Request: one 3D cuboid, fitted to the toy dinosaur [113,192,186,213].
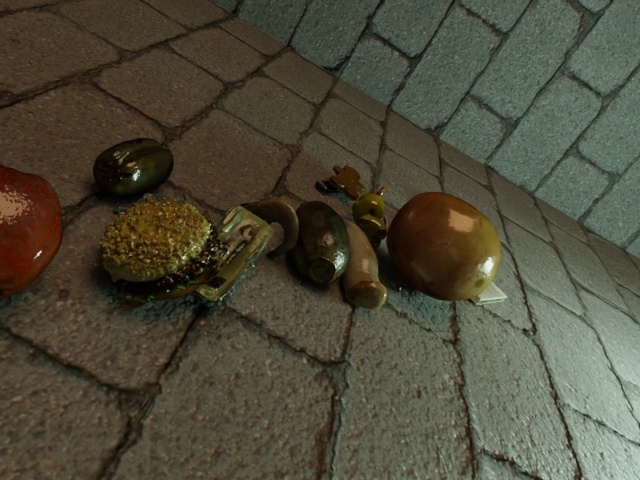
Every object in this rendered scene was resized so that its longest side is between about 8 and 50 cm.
[{"bbox_3d":[-0.390,-0.082,1.358,0.080,0.045,0.198,40,37,26],"label":"toy dinosaur"}]

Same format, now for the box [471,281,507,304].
[{"bbox_3d":[0.541,0.165,1.945,0.198,0.029,0.109,2,40,-47],"label":"box"}]

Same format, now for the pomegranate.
[{"bbox_3d":[0.342,0.033,1.678,0.339,0.338,0.338,25,28,-15],"label":"pomegranate"}]

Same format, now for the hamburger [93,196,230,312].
[{"bbox_3d":[-0.305,0.009,1.118,0.262,0.138,0.243,-19,42,-8],"label":"hamburger"}]

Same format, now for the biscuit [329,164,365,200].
[{"bbox_3d":[0.096,-0.208,2.022,0.138,0.031,0.205,37,30,-8],"label":"biscuit"}]

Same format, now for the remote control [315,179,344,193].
[{"bbox_3d":[0.061,-0.189,2.019,0.059,0.028,0.212,44,30,24],"label":"remote control"}]

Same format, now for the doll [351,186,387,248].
[{"bbox_3d":[0.163,-0.083,1.849,0.136,0.142,0.220,27,35,-7],"label":"doll"}]

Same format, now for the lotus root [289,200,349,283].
[{"bbox_3d":[0.000,0.000,1.517,0.160,0.152,0.274,29,28,-24],"label":"lotus root"}]

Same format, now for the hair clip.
[{"bbox_3d":[-0.218,0.043,1.296,0.138,0.091,0.321,33,38,1],"label":"hair clip"}]

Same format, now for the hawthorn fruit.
[{"bbox_3d":[-0.535,0.000,0.919,0.211,0.210,0.262,24,38,-17],"label":"hawthorn fruit"}]

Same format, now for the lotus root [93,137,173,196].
[{"bbox_3d":[-0.441,-0.175,1.377,0.124,0.123,0.241,47,23,1],"label":"lotus root"}]

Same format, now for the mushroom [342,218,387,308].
[{"bbox_3d":[0.097,0.053,1.600,0.123,0.094,0.351,3,35,-16],"label":"mushroom"}]

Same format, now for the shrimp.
[{"bbox_3d":[-0.146,-0.032,1.470,0.220,0.152,0.046,1,19,28],"label":"shrimp"}]
